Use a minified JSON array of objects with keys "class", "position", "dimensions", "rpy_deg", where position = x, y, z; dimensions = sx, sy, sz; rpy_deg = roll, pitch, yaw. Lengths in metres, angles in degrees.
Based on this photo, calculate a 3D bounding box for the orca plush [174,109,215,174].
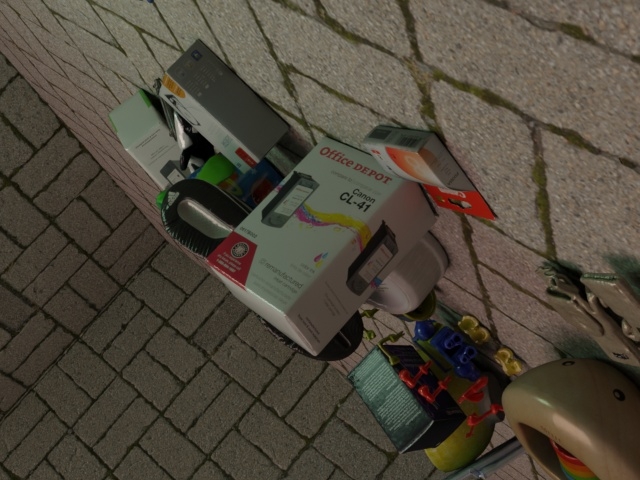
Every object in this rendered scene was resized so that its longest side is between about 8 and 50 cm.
[{"class":"orca plush","position":[-0.257,-0.201,1.947],"dimensions":[0.102,0.151,0.287],"rpy_deg":[2,133,3]}]

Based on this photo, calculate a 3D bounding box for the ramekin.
[{"class":"ramekin","position":[0.116,0.043,1.565],"dimensions":[0.207,0.109,0.207],"rpy_deg":[27,156,13]}]

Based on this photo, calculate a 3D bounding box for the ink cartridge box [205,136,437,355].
[{"class":"ink cartridge box","position":[0.000,0.000,1.409],"dimensions":[0.226,0.306,0.131],"rpy_deg":[29,162,43]}]

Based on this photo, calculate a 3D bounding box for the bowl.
[{"class":"bowl","position":[0.329,0.373,1.968],"dimensions":[0.156,0.289,0.289],"rpy_deg":[-18,133,24]}]

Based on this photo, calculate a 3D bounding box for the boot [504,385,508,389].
[{"class":"boot","position":[0.464,0.368,1.908],"dimensions":[0.106,0.037,0.114],"rpy_deg":[50,166,-10]}]

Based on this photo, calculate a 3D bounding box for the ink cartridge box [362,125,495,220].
[{"class":"ink cartridge box","position":[0.156,-0.088,1.257],"dimensions":[0.179,0.045,0.145],"rpy_deg":[51,165,-28]}]

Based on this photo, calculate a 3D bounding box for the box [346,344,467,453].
[{"class":"box","position":[0.179,0.327,1.797],"dimensions":[0.153,0.108,0.207],"rpy_deg":[9,-143,-55]}]

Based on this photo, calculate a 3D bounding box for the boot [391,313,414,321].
[{"class":"boot","position":[0.150,0.144,1.969],"dimensions":[0.106,0.082,0.219],"rpy_deg":[46,165,-9]}]

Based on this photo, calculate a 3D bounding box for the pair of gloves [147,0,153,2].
[{"class":"pair of gloves","position":[-0.359,-0.489,1.468],"dimensions":[0.198,0.023,0.159],"rpy_deg":[42,166,-6]}]

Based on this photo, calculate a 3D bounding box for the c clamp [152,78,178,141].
[{"class":"c clamp","position":[-0.344,-0.294,1.933],"dimensions":[0.137,0.022,0.161],"rpy_deg":[150,102,-77]}]

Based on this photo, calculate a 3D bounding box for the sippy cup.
[{"class":"sippy cup","position":[-0.203,-0.087,1.901],"dimensions":[0.240,0.224,0.305],"rpy_deg":[47,166,-20]}]

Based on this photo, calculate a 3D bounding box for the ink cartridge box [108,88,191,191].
[{"class":"ink cartridge box","position":[-0.388,-0.216,2.160],"dimensions":[0.273,0.114,0.198],"rpy_deg":[52,-179,-42]}]

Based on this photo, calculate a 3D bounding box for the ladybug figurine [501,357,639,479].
[{"class":"ladybug figurine","position":[0.472,0.337,1.485],"dimensions":[0.305,0.162,0.449],"rpy_deg":[33,165,34]}]

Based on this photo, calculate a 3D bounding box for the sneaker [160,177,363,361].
[{"class":"sneaker","position":[-0.084,0.037,1.660],"dimensions":[0.447,0.169,0.257],"rpy_deg":[42,-170,3]}]

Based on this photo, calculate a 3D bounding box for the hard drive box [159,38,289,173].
[{"class":"hard drive box","position":[-0.185,-0.246,1.624],"dimensions":[0.232,0.089,0.181],"rpy_deg":[42,168,-8]}]

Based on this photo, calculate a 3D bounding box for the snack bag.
[{"class":"snack bag","position":[0.362,0.514,1.952],"dimensions":[0.037,0.342,0.323],"rpy_deg":[60,-179,15]}]

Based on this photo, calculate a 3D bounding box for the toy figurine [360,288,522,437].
[{"class":"toy figurine","position":[0.225,0.224,1.808],"dimensions":[0.362,0.191,0.217],"rpy_deg":[43,172,-2]}]

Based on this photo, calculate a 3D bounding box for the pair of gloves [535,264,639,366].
[{"class":"pair of gloves","position":[0.407,0.103,1.168],"dimensions":[0.204,0.042,0.240],"rpy_deg":[39,170,-9]}]
